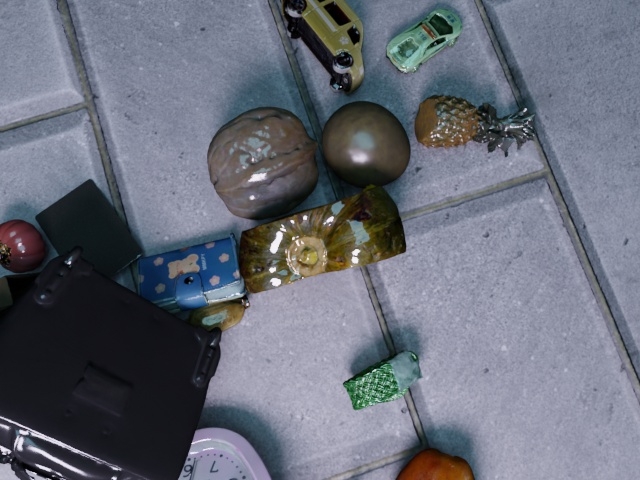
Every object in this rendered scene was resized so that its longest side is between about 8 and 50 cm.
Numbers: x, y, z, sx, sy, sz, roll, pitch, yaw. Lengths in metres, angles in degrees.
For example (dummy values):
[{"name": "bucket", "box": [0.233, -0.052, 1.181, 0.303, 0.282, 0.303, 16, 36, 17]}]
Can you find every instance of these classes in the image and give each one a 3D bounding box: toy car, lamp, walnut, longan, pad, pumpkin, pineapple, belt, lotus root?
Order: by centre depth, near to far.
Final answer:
[{"name": "belt", "box": [0.122, 0.268, 0.987, 0.152, 0.121, 0.079, -27, 80, -10]}, {"name": "pumpkin", "box": [0.000, 0.000, 0.990, 0.317, 0.222, 0.139, -20, 92, 19]}, {"name": "walnut", "box": [-0.108, -0.148, 1.017, 0.225, 0.224, 0.224, 0, 80, -1]}, {"name": "lotus root", "box": [-0.209, 0.151, 1.029, 0.152, 0.063, 0.072, -18, 49, -2]}, {"name": "lamp", "box": [-0.592, 0.012, 1.030, 0.108, 0.092, 0.107, 7, 108, 23]}, {"name": "longan", "box": [0.095, -0.196, 1.054, 0.185, 0.159, 0.204, 34, 42, -12]}, {"name": "pad", "box": [-0.472, -0.012, 1.068, 0.143, 0.003, 0.211, -37, 76, -7]}, {"name": "pineapple", "box": [0.329, -0.237, 1.093, 0.252, 0.125, 0.125, 1, 80, -11]}, {"name": "toy car", "box": [0.024, -0.439, 1.115, 0.124, 0.101, 0.256, -36, 82, -10]}, {"name": "toy car", "box": [0.227, -0.442, 1.142, 0.186, 0.058, 0.093, -36, 81, -6]}]

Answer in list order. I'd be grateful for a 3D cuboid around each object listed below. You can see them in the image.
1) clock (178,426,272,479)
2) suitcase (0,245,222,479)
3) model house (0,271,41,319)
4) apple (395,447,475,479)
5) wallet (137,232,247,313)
[{"name": "clock", "box": [-0.223, 0.483, 0.867, 0.339, 0.102, 0.338, -1, 41, 0]}, {"name": "suitcase", "box": [-0.356, 0.228, 0.838, 0.345, 0.339, 0.188, 37, 124, -22]}, {"name": "model house", "box": [-0.616, 0.187, 0.962, 0.244, 0.204, 0.211, -21, 83, 13]}, {"name": "apple", "box": [0.207, 0.461, 0.947, 0.156, 0.147, 0.158, 11, 79, 22]}, {"name": "wallet", "box": [-0.250, 0.069, 1.024, 0.203, 0.059, 0.141, -14, 56, -3]}]
